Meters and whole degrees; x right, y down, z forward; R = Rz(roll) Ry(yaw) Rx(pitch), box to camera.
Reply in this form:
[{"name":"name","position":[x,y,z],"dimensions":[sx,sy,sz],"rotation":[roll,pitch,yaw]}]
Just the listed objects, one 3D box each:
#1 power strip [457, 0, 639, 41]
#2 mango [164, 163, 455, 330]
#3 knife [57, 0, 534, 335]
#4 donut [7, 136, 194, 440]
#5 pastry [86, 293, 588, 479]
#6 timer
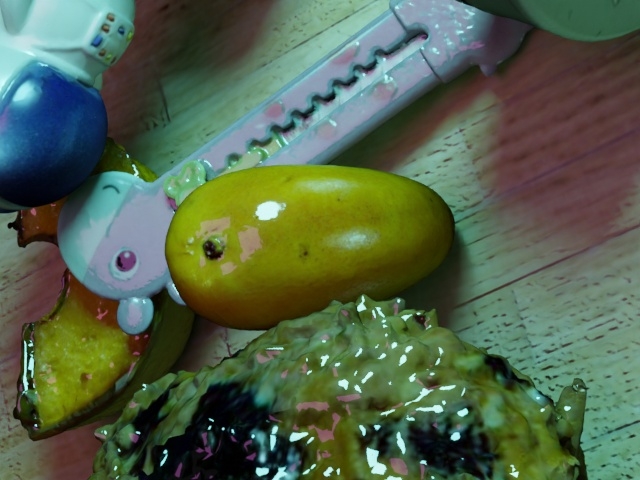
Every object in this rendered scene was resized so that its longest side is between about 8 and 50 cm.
[{"name":"power strip","position":[0.142,-0.289,0.908],"dimensions":[0.161,0.357,0.357],"rotation":[29,100,36]},{"name":"mango","position":[0.000,0.000,1.055],"dimensions":[0.145,0.219,0.112],"rotation":[-26,75,61]},{"name":"knife","position":[-0.025,-0.079,1.125],"dimensions":[0.399,0.038,0.132],"rotation":[-34,77,9]},{"name":"donut","position":[-0.165,0.029,1.226],"dimensions":[0.152,0.101,0.259],"rotation":[-8,77,32]},{"name":"pastry","position":[0.013,0.206,0.968],"dimensions":[0.405,0.292,0.337],"rotation":[19,83,45]},{"name":"timer","position":[-0.183,-0.202,1.146],"dimensions":[0.270,0.270,0.383],"rotation":[20,88,35]}]
